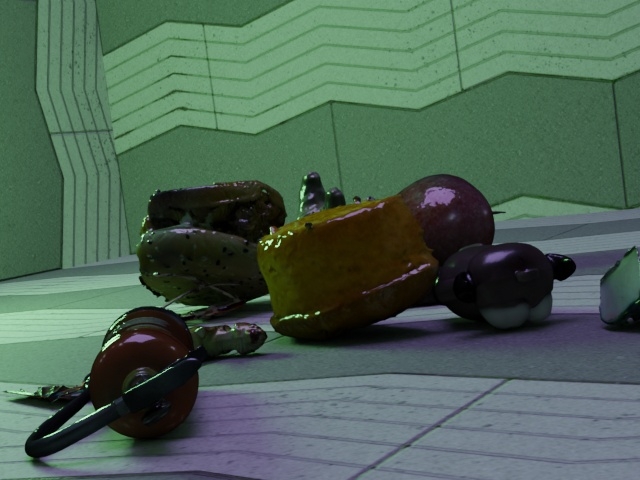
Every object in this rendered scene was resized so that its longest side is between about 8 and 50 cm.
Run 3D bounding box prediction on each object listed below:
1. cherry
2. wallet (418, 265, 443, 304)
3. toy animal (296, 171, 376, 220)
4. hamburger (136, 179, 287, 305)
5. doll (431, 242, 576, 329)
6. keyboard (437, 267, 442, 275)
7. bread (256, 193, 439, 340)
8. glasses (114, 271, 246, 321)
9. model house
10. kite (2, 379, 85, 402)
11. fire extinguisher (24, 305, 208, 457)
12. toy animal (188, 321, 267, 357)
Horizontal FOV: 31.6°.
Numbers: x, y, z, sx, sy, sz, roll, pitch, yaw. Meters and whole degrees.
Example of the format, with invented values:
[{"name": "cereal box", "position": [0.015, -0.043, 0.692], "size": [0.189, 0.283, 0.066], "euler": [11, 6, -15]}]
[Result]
[{"name": "cherry", "position": [0.242, -0.029, 2.305], "size": [0.286, 0.212, 0.236], "euler": [-17, -3, -8]}, {"name": "wallet", "position": [0.215, 0.077, 2.043], "size": [0.165, 0.042, 0.309], "euler": [-8, 3, 13]}, {"name": "toy animal", "position": [0.000, 0.000, 2.201], "size": [0.188, 0.307, 0.266], "euler": [-25, -17, -22]}, {"name": "hamburger", "position": [-0.196, 0.005, 2.179], "size": [0.277, 0.195, 0.318], "euler": [-4, -20, 13]}, {"name": "doll", "position": [0.246, 0.062, 1.622], "size": [0.182, 0.117, 0.257], "euler": [-13, 4, -17]}, {"name": "keyboard", "position": [0.174, 0.065, 1.954], "size": [0.155, 0.010, 0.053], "euler": [-15, 11, -41]}, {"name": "bread", "position": [0.008, 0.047, 1.699], "size": [0.179, 0.194, 0.340], "euler": [-17, 3, -31]}, {"name": "glasses", "position": [-0.256, 0.111, 2.082], "size": [0.255, 0.095, 0.162], "euler": [-7, -10, -33]}, {"name": "model house", "position": [0.427, 0.074, 1.461], "size": [0.100, 0.087, 0.100], "euler": [15, -35, -14]}, {"name": "kite", "position": [-0.310, 0.196, 1.488], "size": [0.241, 0.014, 0.183], "euler": [-7, 1, 0]}, {"name": "fire extinguisher", "position": [-0.212, 0.168, 1.244], "size": [0.200, 0.113, 0.376], "euler": [-51, 8, -5]}, {"name": "toy animal", "position": [-0.192, 0.152, 1.651], "size": [0.241, 0.056, 0.099], "euler": [-7, -3, 31]}]
